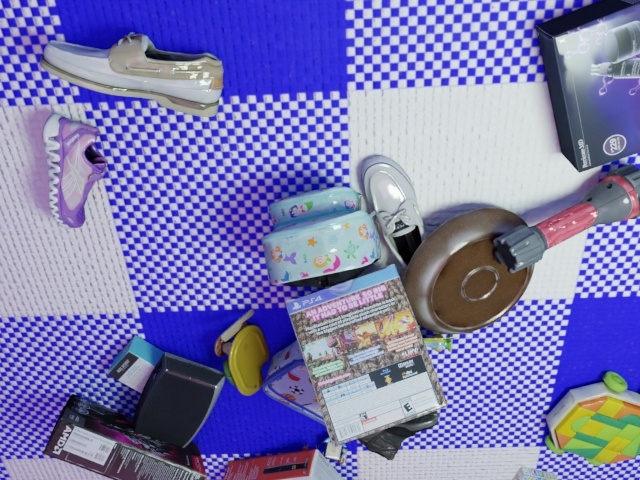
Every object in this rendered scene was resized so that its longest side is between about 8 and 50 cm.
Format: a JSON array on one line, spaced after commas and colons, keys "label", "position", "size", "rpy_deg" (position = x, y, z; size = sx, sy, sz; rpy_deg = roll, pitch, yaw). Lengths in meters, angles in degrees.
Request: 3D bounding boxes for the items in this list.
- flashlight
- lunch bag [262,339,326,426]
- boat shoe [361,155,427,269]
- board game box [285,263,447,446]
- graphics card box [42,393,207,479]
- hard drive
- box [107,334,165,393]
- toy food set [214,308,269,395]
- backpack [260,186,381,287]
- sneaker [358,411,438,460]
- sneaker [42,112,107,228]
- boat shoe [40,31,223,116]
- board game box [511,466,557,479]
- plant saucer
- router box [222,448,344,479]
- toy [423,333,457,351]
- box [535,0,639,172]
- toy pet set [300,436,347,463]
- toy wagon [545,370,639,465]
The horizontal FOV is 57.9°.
[{"label": "flashlight", "position": [0.485, -0.039, 1.103], "size": [0.304, 0.103, 0.103], "rpy_deg": [-26, 123, -5]}, {"label": "lunch bag", "position": [0.028, 0.354, 1.371], "size": [0.303, 0.115, 0.243], "rpy_deg": [34, 133, -16]}, {"label": "boat shoe", "position": [0.156, -0.041, 1.161], "size": [0.096, 0.088, 0.268], "rpy_deg": [-17, 120, 11]}, {"label": "board game box", "position": [0.086, 0.228, 1.169], "size": [0.232, 0.141, 0.291], "rpy_deg": [-18, 78, -3]}, {"label": "graphics card box", "position": [-0.470, 0.512, 1.422], "size": [0.370, 0.233, 0.094], "rpy_deg": [27, 82, -15]}, {"label": "hard drive", "position": [-0.342, 0.389, 1.376], "size": [0.172, 0.054, 0.255], "rpy_deg": [23, 119, -13]}, {"label": "box", "position": [-0.382, 0.339, 1.414], "size": [0.244, 0.060, 0.100], "rpy_deg": [37, 114, -20]}, {"label": "toy food set", "position": [-0.191, 0.258, 1.346], "size": [0.071, 0.128, 0.218], "rpy_deg": [8, 127, 30]}, {"label": "backpack", "position": [0.000, 0.000, 1.094], "size": [0.225, 0.253, 0.191], "rpy_deg": [-12, 95, 9]}, {"label": "sneaker", "position": [0.203, 0.488, 1.484], "size": [0.227, 0.087, 0.130], "rpy_deg": [-20, 121, 16]}, {"label": "sneaker", "position": [-0.467, -0.126, 1.121], "size": [0.104, 0.095, 0.236], "rpy_deg": [3, 120, -10]}, {"label": "boat shoe", "position": [-0.318, -0.306, 1.002], "size": [0.302, 0.113, 0.103], "rpy_deg": [10, 120, -17]}, {"label": "board game box", "position": [0.589, 0.711, 1.646], "size": [0.103, 0.026, 0.154], "rpy_deg": [15, 120, -8]}, {"label": "plant saucer", "position": [0.322, 0.081, 1.204], "size": [0.310, 0.050, 0.311], "rpy_deg": [-10, 122, -15]}, {"label": "router box", "position": [-0.058, 0.718, 1.586], "size": [0.301, 0.082, 0.335], "rpy_deg": [-18, 121, 28]}, {"label": "toy", "position": [0.180, 0.244, 1.308], "size": [0.237, 0.137, 0.056], "rpy_deg": [-4, 78, 1]}, {"label": "box", "position": [0.504, -0.276, 1.010], "size": [0.184, 0.103, 0.261], "rpy_deg": [-18, 119, 14]}, {"label": "toy pet set", "position": [0.018, 0.551, 1.552], "size": [0.122, 0.065, 0.114], "rpy_deg": [16, 155, -5]}, {"label": "toy wagon", "position": [0.758, 0.475, 1.477], "size": [0.344, 0.068, 0.267], "rpy_deg": [20, 120, -11]}]
